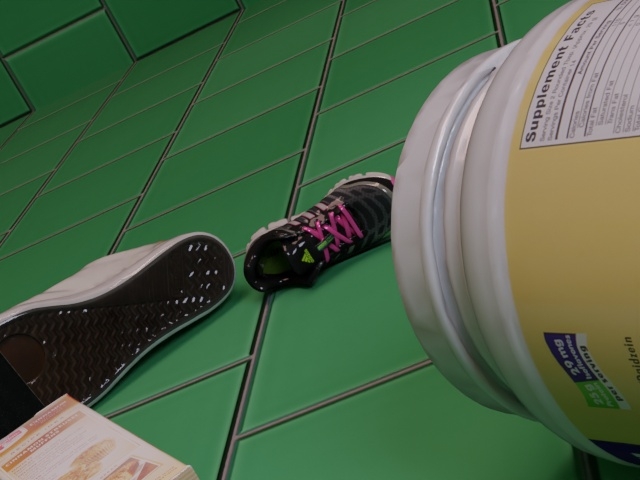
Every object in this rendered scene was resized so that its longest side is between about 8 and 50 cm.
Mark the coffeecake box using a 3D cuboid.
[{"bbox_3d":[-0.099,0.173,0.698,0.068,0.142,0.185,-35,21,-22],"label":"coffeecake box"}]

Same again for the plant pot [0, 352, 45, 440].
[{"bbox_3d":[-0.311,0.179,0.939,0.188,0.187,0.167,-24,31,10],"label":"plant pot"}]

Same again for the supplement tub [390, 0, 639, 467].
[{"bbox_3d":[0.215,-0.010,0.585,0.241,0.241,0.331,-41,22,-32],"label":"supplement tub"}]

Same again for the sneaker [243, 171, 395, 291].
[{"bbox_3d":[0.000,0.000,1.129,0.170,0.063,0.075,-25,19,25],"label":"sneaker"}]

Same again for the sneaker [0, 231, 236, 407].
[{"bbox_3d":[-0.217,0.086,1.168,0.290,0.106,0.123,-27,10,-25],"label":"sneaker"}]
